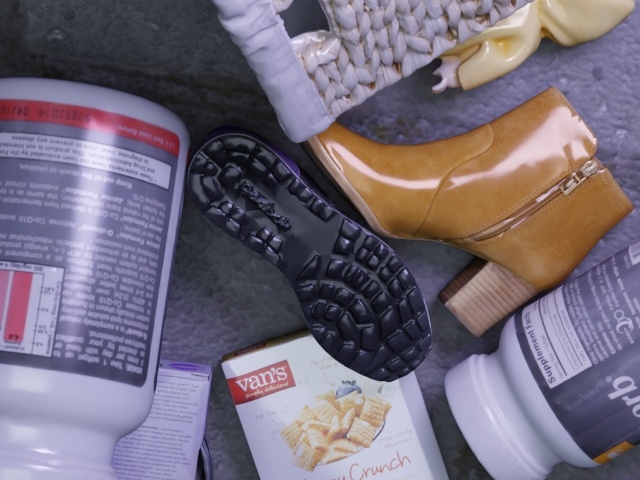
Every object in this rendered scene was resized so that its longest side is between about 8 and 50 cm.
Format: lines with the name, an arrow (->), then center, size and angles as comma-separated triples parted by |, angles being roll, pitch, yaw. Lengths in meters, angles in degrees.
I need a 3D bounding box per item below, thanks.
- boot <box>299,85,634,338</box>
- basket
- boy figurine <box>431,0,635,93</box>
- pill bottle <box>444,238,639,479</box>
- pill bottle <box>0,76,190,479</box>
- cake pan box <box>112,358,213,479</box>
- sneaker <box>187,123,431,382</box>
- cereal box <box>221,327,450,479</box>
boot -> 0.131, -0.074, 1.698 | 0.211, 0.104, 0.295 | -44, 105, 1
basket -> -0.012, -0.316, 1.493 | 0.266, 0.328, 0.331 | -27, 64, 2
boy figurine -> 0.137, -0.223, 1.676 | 0.285, 0.092, 0.177 | -4, 86, -1
pill bottle -> 0.262, 0.107, 1.681 | 0.278, 0.162, 0.162 | -33, 97, 16
pill bottle -> -0.238, 0.057, 1.612 | 0.210, 0.210, 0.362 | 8, 79, -1
cake pan box -> -0.236, 0.223, 1.758 | 0.267, 0.070, 0.245 | 6, 101, -1
sneaker -> 0.000, 0.000, 1.695 | 0.107, 0.124, 0.283 | -39, 101, 10
cereal box -> 0.023, 0.196, 1.762 | 0.173, 0.047, 0.240 | -19, 98, 3
